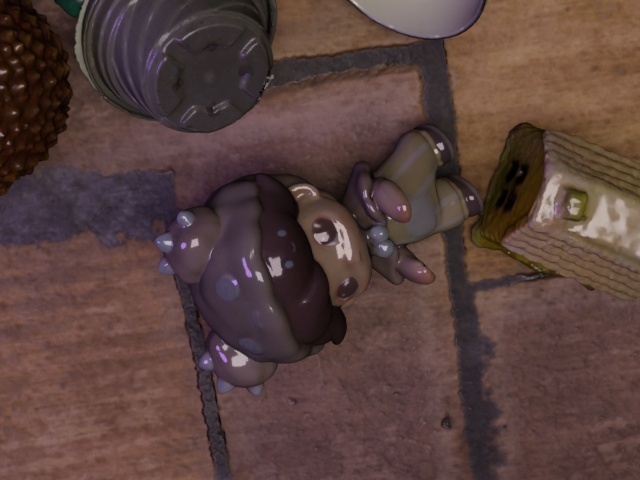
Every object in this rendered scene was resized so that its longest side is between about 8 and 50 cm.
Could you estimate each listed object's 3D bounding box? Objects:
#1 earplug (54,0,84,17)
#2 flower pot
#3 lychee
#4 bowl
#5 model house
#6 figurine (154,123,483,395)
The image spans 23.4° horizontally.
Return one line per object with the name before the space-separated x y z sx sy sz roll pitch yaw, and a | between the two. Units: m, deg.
earplug | -0.226 -0.412 1.681 0.257 0.164 0.280 -33 95 38
flower pot | -0.141 -0.207 1.687 0.235 0.140 0.235 -15 131 -18
lychee | -0.399 -0.169 1.648 0.267 0.267 0.268 -2 103 -8
bowl | 0.108 -0.348 1.702 0.238 0.237 0.126 48 60 -15
model house | 0.304 -0.022 1.784 0.193 0.234 0.175 23 99 -11
figurine | 0.001 0.000 1.777 0.380 0.203 0.248 -29 121 -15
